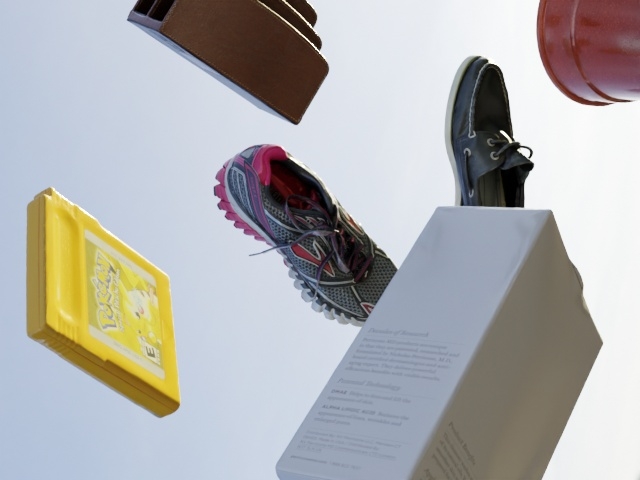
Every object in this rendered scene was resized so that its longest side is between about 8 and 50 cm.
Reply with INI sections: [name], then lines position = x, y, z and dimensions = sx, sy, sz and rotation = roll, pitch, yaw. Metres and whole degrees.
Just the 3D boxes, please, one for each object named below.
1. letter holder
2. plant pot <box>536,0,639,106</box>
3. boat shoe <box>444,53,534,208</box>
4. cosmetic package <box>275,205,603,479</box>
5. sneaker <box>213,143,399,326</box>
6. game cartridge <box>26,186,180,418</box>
[letter holder]
position = -0.124, -0.368, 1.951
dimensions = 0.302, 0.152, 0.214
rotation = 32, -90, -33
[plant pot]
position = 0.508, -0.317, 1.730
dimensions = 0.272, 0.265, 0.272
rotation = -7, -74, -27
[boat shoe]
position = 0.249, -0.092, 1.657
dimensions = 0.127, 0.113, 0.340
rotation = 3, -88, -44
[cosmetic package]
position = 0.140, 0.164, 1.216
dimensions = 0.385, 0.156, 0.217
rotation = -55, -48, -37
[sneaker]
position = 0.000, 0.000, 1.470
dimensions = 0.299, 0.112, 0.121
rotation = 39, -120, -16
[game cartridge]
position = -0.342, 0.097, 1.861
dimensions = 0.324, 0.052, 0.285
rotation = 45, -154, -47
